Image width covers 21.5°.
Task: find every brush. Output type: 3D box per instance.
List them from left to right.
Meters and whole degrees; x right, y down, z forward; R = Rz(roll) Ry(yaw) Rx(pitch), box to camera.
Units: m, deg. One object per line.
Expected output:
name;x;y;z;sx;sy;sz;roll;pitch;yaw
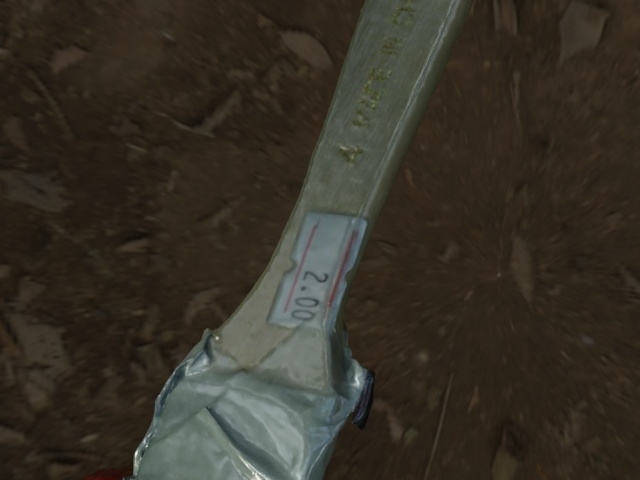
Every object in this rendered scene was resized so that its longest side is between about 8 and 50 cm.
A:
brush;0.000;0.000;0.657;0.085;0.020;0.336;9;66;29

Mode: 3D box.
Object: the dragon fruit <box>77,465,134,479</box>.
dragon fruit;-0.078;0.139;0.817;0.161;0.127;0.120;19;131;17
